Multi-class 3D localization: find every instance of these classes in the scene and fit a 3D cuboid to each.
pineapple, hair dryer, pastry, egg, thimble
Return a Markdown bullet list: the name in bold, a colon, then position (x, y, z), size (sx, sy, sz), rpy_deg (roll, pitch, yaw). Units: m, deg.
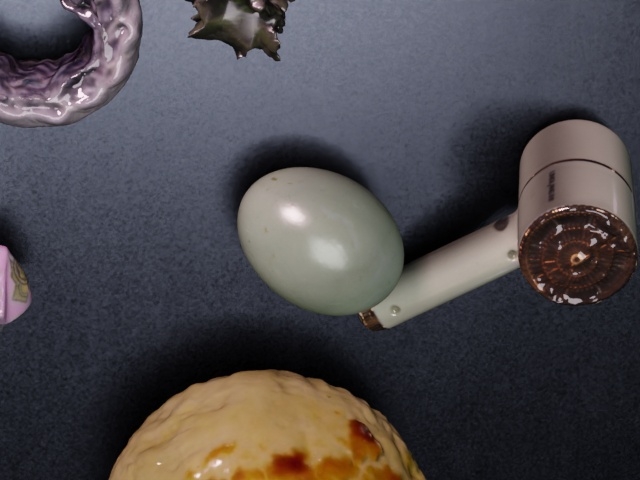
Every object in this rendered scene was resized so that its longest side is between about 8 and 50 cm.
- **pineapple**: position (-0.064, -0.292, 1.572), size (0.202, 0.362, 0.202), rpy_deg (-1, 124, -1)
- **hair dryer**: position (0.179, 0.016, 1.845), size (0.362, 0.203, 0.128), rpy_deg (-26, 115, 22)
- **pastry**: position (-0.055, 0.339, 1.846), size (0.389, 0.312, 0.388), rpy_deg (-2, 110, -5)
- **egg**: position (0.000, 0.000, 1.805), size (0.192, 0.149, 0.149), rpy_deg (31, 104, -5)
- **thimble**: position (-0.296, -0.232, 1.657), size (0.245, 0.157, 0.217), rpy_deg (32, 102, -19)

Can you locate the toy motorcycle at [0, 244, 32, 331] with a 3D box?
- **toy motorcycle**: position (-0.428, 0.101, 1.779), size (0.188, 0.143, 0.327), rpy_deg (20, 114, -17)
